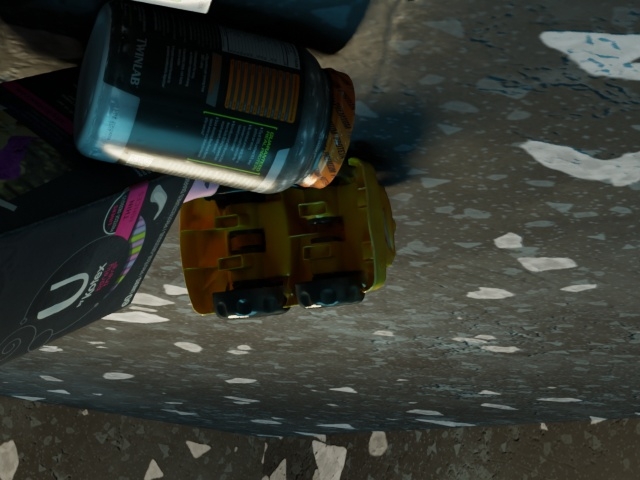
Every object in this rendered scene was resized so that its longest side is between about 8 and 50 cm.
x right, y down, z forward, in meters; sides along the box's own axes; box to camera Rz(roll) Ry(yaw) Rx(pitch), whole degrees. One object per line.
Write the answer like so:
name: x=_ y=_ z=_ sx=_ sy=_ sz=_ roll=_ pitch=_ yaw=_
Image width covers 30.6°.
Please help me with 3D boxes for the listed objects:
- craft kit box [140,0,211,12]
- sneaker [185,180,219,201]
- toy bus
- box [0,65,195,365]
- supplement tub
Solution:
craft kit box: x=-0.156 y=-0.213 z=0.606 sx=0.246 sy=0.061 sz=0.250 roll=6 pitch=165 yaw=-13
sneaker: x=-0.214 y=-0.036 z=1.149 sx=0.131 sy=0.112 sz=0.319 roll=17 pitch=162 yaw=-29
toy bus: x=0.000 y=0.000 z=1.189 sx=0.220 sy=0.150 sz=0.211 roll=-8 pitch=173 yaw=32
box: x=-0.247 y=-0.009 z=0.879 sx=0.270 sy=0.143 sz=0.165 roll=-27 pitch=153 yaw=-53
supplement tub: x=-0.078 y=-0.100 z=0.864 sx=0.190 sy=0.117 sz=0.117 roll=12 pitch=163 yaw=-21
